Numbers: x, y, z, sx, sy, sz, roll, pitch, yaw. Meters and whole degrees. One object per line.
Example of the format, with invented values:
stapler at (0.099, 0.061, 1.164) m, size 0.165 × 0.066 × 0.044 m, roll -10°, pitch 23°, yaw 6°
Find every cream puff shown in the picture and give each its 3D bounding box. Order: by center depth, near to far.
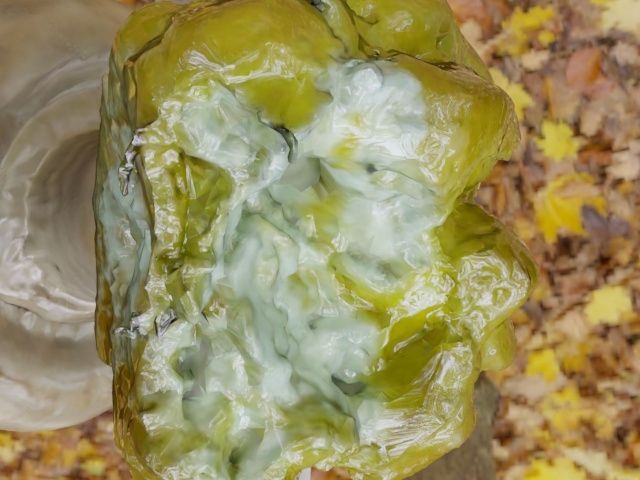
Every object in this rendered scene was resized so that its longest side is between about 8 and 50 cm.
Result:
cream puff at (-0.002, -0.002, 0.497) m, size 0.194 × 0.195 × 0.221 m, roll 6°, pitch 112°, yaw -6°

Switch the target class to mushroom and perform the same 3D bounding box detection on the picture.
mushroom at (-0.141, -0.002, 0.787) m, size 0.290 × 0.292 × 0.292 m, roll 18°, pitch 152°, yaw 43°

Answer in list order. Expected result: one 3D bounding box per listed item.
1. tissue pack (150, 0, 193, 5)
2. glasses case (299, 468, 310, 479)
tissue pack at (-0.133, -0.169, 1.654) m, size 0.238 × 0.239 × 0.306 m, roll 6°, pitch 140°, yaw -5°
glasses case at (-0.052, 0.143, 0.964) m, size 0.092 × 0.234 × 0.059 m, roll -8°, pitch 166°, yaw 39°
